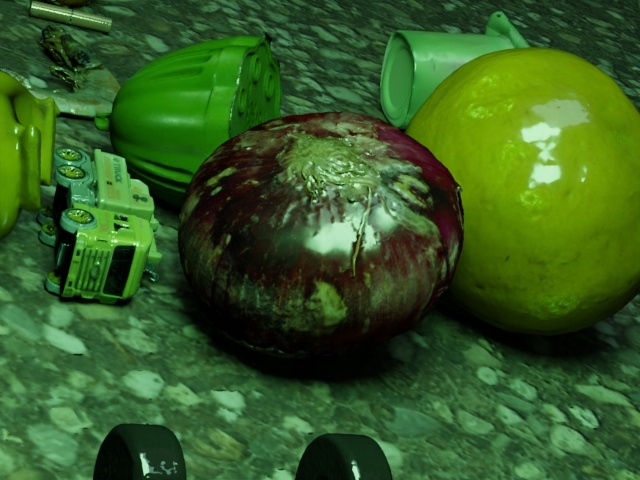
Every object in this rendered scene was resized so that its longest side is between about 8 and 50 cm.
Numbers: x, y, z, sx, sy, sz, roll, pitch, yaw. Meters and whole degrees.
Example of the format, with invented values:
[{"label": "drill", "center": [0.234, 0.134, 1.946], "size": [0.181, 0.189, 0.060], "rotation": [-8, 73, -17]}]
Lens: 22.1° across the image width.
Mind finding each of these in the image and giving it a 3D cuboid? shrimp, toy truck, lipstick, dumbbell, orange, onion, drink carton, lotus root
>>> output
[{"label": "shrimp", "center": [-0.294, -0.183, 1.718], "size": [0.148, 0.035, 0.195], "rotation": [-4, 36, -35]}, {"label": "toy truck", "center": [-0.186, -0.015, 1.416], "size": [0.100, 0.077, 0.169], "rotation": [8, 27, -18]}, {"label": "lipstick", "center": [-0.286, -0.256, 1.874], "size": [0.094, 0.019, 0.019], "rotation": [11, 27, -16]}, {"label": "dumbbell", "center": [-0.053, 0.177, 1.113], "size": [0.191, 0.100, 0.100], "rotation": [6, 29, -24]}, {"label": "orange", "center": [0.196, -0.045, 1.536], "size": [0.235, 0.279, 0.279], "rotation": [-18, 33, -1]}, {"label": "onion", "center": [0.000, 0.000, 1.392], "size": [0.246, 0.190, 0.246], "rotation": [-4, 34, 3]}, {"label": "drink carton", "center": [0.152, -0.184, 1.917], "size": [0.142, 0.144, 0.146], "rotation": [-1, 31, -18]}, {"label": "lotus root", "center": [-0.136, -0.110, 1.563], "size": [0.186, 0.186, 0.186], "rotation": [16, 27, -8]}]

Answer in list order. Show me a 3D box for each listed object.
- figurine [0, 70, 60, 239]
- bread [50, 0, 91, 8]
[{"label": "figurine", "center": [-0.379, -0.089, 1.335], "size": [0.327, 0.169, 0.218], "rotation": [19, 11, -6]}, {"label": "bread", "center": [-0.290, -0.370, 1.897], "size": [0.114, 0.190, 0.132], "rotation": [29, 34, 25]}]
